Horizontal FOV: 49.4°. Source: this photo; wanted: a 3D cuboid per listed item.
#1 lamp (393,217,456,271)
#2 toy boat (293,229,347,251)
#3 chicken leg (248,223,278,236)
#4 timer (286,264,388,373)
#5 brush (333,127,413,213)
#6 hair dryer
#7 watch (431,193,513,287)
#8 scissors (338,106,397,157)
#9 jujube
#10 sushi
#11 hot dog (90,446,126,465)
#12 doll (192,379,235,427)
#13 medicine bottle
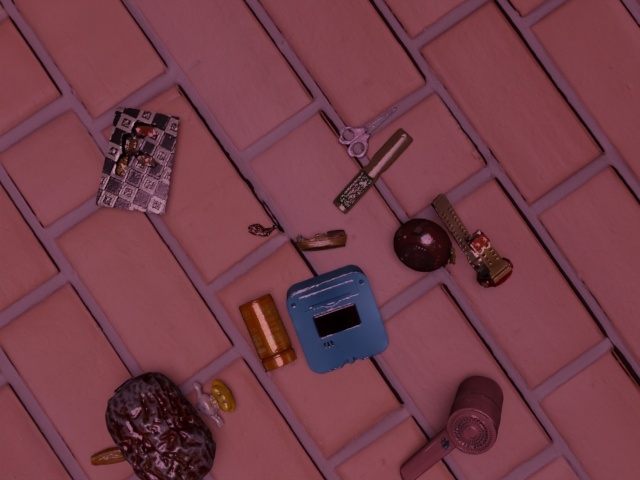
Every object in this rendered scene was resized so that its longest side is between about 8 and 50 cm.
[{"bbox_3d":[0.276,0.006,1.858,0.157,0.156,0.135,54,44,-26],"label":"lamp"},{"bbox_3d":[0.000,0.000,1.901,0.149,0.047,0.048,-7,74,-2],"label":"toy boat"},{"bbox_3d":[-0.159,-0.028,1.915,0.083,0.021,0.036,3,79,0],"label":"chicken leg"},{"bbox_3d":[0.044,0.215,1.893,0.232,0.091,0.249,-19,99,-1],"label":"timer"},{"bbox_3d":[0.144,-0.193,1.908,0.054,0.048,0.282,42,87,2],"label":"brush"},{"bbox_3d":[0.330,0.517,1.834,0.125,0.210,0.352,44,114,3],"label":"hair dryer"},{"bbox_3d":[0.400,0.005,1.823,0.102,0.165,0.268,-40,115,-1],"label":"watch"},{"bbox_3d":[0.139,-0.310,1.926,0.189,0.015,0.100,-38,86,-2],"label":"scissors"},{"bbox_3d":[-0.418,0.497,1.804,0.226,0.226,0.317,-37,90,-1],"label":"jujube"},{"bbox_3d":[-0.497,-0.219,1.914,0.193,0.043,0.279,8,88,1],"label":"sushi"},{"bbox_3d":[-0.557,0.583,1.894,0.137,0.028,0.044,-12,114,3],"label":"hot dog"},{"bbox_3d":[-0.294,0.431,1.887,0.135,0.071,0.113,36,107,8],"label":"doll"},{"bbox_3d":[-0.142,0.247,1.868,0.096,0.096,0.191,-22,89,0],"label":"medicine bottle"}]
